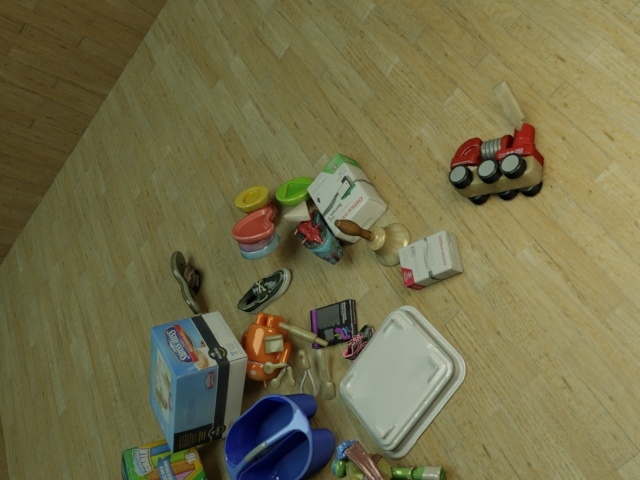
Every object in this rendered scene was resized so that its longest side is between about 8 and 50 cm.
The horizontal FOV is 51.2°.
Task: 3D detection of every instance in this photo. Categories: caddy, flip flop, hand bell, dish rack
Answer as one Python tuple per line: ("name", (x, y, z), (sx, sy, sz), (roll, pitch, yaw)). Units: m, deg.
("caddy", (-0.127, 0.572, 1.863), (0.341, 0.179, 0.241), (-44, 63, 26))
("flip flop", (-0.473, 0.147, 2.438), (0.080, 0.112, 0.277), (-31, 50, 2))
("hand bell", (0.122, -0.014, 1.799), (0.126, 0.242, 0.126), (-15, 67, 40))
("dish rack", (0.191, 0.358, 1.733), (0.333, 0.072, 0.285), (-56, 46, 14))

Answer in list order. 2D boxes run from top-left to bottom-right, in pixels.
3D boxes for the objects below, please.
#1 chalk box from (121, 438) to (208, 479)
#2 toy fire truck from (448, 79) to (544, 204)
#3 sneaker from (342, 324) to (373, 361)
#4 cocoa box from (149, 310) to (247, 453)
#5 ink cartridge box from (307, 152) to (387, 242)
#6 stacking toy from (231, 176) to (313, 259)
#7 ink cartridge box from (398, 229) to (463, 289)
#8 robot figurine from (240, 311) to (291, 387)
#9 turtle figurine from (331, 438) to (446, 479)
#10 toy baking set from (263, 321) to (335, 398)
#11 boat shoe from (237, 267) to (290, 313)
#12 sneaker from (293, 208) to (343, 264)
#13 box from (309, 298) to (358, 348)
("chalk box", (-0.527, 0.756, 2.108), (0.179, 0.288, 0.180), (61, 148, 34))
("toy fire truck", (0.432, -0.241, 1.654), (0.217, 0.158, 0.247), (-9, 59, 43))
("sneaker", (0.102, 0.283, 1.852), (0.047, 0.057, 0.119), (38, 102, 46))
("cocoa box", (-0.385, 0.436, 2.062), (0.231, 0.227, 0.347), (49, 139, 42))
("ink cartridge box", (0.076, -0.126, 1.987), (0.160, 0.092, 0.219), (-49, 48, 22))
("stacking toy", (-0.134, -0.064, 2.136), (0.279, 0.130, 0.309), (-15, 34, 12))
("ink cartridge box", (0.287, 0.052, 1.743), (0.150, 0.063, 0.109), (-26, 60, 36))
("robot figurine", (-0.172, 0.335, 2.053), (0.128, 0.158, 0.220), (129, 154, -82))
("turtle figurine", (0.162, 0.619, 1.614), (0.266, 0.197, 0.275), (0, 87, 28))
("toy baking set", (-0.056, 0.355, 1.949), (0.256, 0.030, 0.197), (15, 95, 21))
("boat shoe", (-0.184, 0.164, 2.161), (0.219, 0.070, 0.078), (-44, 50, 25))
("sneaker", (0.000, 0.000, 2.012), (0.104, 0.125, 0.262), (-42, 23, 9))
("box", (0.038, 0.245, 1.948), (0.162, 0.029, 0.116), (-22, 63, 40))
